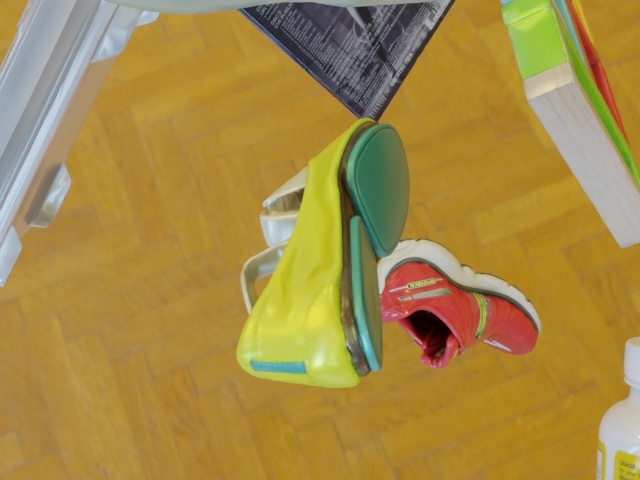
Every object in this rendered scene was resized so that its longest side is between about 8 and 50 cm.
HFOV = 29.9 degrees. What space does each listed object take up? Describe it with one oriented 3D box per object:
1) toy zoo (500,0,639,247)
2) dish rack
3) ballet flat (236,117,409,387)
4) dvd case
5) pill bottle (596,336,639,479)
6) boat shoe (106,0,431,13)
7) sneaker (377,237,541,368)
[{"bbox_3d":[0.147,-0.160,0.791,0.030,0.192,0.293,-22,54,19],"label":"toy zoo"},{"bbox_3d":[-0.213,-0.108,0.962,0.072,0.285,0.333,28,105,-9],"label":"dish rack"},{"bbox_3d":[0.000,0.000,0.648,0.077,0.077,0.231,-12,28,15],"label":"ballet flat"},{"bbox_3d":[0.023,-0.222,1.037,0.018,0.221,0.164,28,83,47],"label":"dvd case"},{"bbox_3d":[0.379,0.272,1.234,0.188,0.188,0.334,2,95,8],"label":"pill bottle"},{"bbox_3d":[-0.019,-0.092,0.332,0.133,0.049,0.042,-3,68,-15],"label":"boat shoe"},{"bbox_3d":[0.150,0.095,1.382,0.107,0.279,0.118,-15,59,44],"label":"sneaker"}]
